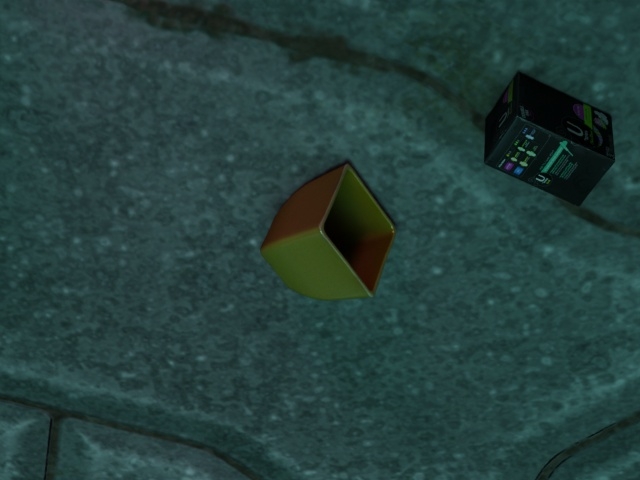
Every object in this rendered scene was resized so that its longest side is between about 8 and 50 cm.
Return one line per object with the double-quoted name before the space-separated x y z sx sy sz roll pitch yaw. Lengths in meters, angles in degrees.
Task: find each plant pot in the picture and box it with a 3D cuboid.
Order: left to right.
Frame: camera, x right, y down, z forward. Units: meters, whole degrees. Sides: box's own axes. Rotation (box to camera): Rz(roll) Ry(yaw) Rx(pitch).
"plant pot" 0.000 0.000 0.948 0.083 0.081 0.081 -15 126 35

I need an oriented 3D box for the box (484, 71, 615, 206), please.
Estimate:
"box" 0.171 -0.076 0.865 0.083 0.062 0.052 23 130 -9
